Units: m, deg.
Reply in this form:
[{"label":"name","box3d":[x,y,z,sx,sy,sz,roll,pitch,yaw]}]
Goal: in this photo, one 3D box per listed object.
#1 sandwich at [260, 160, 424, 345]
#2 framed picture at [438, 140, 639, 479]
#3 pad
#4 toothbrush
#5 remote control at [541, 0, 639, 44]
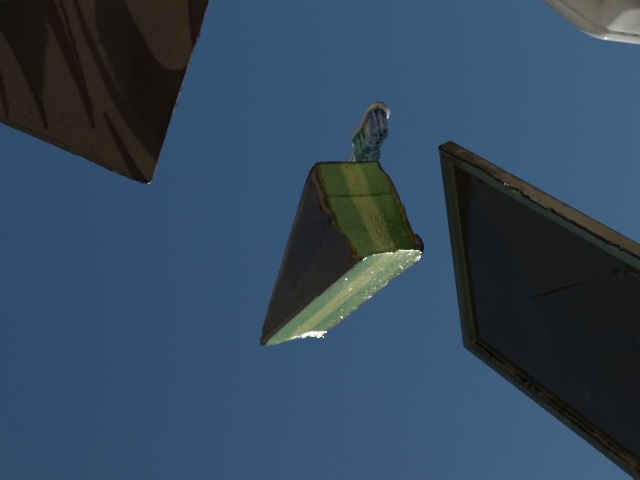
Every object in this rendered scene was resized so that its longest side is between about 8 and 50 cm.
[{"label":"sandwich","box3d":[0.000,0.009,0.773,0.074,0.116,0.074,-3,-121,-47]},{"label":"framed picture","box3d":[0.161,0.053,0.746,0.016,0.184,0.250,-25,-147,-20]},{"label":"pad","box3d":[-0.205,-0.233,1.022,0.220,0.004,0.330,23,-115,-22]},{"label":"toothbrush","box3d":[0.000,-0.002,0.890,0.030,0.304,0.030,10,-127,-13]},{"label":"remote control","box3d":[0.084,-0.198,0.597,0.109,0.055,0.313,-2,-141,-39]}]
